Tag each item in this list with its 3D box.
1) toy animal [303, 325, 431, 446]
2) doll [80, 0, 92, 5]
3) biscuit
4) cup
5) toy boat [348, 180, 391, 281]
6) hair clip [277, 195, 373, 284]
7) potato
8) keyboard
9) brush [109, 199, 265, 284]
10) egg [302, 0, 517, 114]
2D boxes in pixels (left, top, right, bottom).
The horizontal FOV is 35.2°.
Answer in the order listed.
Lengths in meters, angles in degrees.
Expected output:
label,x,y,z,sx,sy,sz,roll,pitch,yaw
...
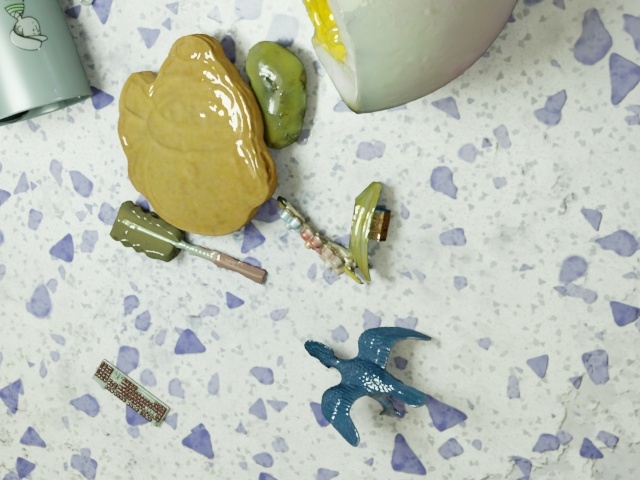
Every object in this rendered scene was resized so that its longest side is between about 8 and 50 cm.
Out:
label,x,y,z,sx,sy,sz,roll,pitch,yaw
toy animal,0.077,0.243,1.763,0.176,0.239,0.255,40,159,-23
doll,-0.388,-0.531,1.771,0.114,0.057,0.227,46,114,7
biscuit,-0.229,-0.176,1.771,0.312,0.057,0.351,-6,101,33
cup,-0.550,-0.369,1.782,0.205,0.205,0.312,-15,98,21
toy boat,0.084,-0.017,1.740,0.066,0.065,0.172,8,97,-2
hair clip,-0.004,0.005,1.783,0.214,0.062,0.056,37,81,1
potato,-0.075,-0.247,1.726,0.105,0.085,0.188,6,110,22
keyboard,-0.377,0.303,1.994,0.166,0.017,0.055,35,112,7
brush,-0.243,0.015,1.858,0.301,0.071,0.084,23,106,6
egg,0.148,-0.398,1.495,0.340,0.354,0.354,-21,97,-5
